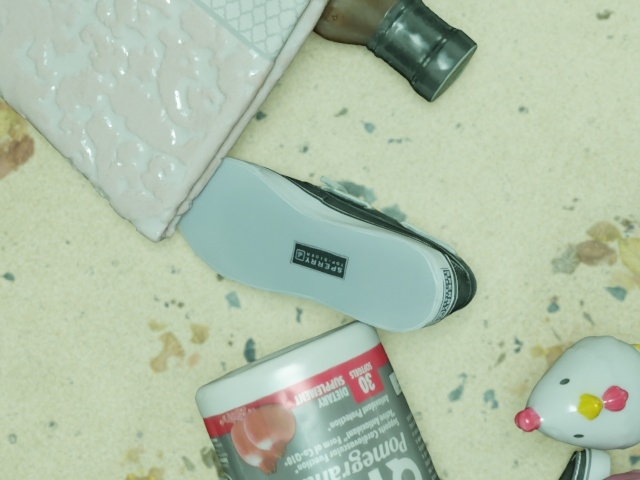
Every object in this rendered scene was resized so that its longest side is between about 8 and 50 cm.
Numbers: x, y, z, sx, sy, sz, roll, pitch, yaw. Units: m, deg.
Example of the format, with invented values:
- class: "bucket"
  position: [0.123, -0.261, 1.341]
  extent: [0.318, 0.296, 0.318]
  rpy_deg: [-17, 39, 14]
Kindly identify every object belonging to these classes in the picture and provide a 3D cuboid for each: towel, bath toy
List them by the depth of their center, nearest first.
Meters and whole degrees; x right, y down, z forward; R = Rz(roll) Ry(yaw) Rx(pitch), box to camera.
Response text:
- class: "bath toy"
  position: [0.258, 0.250, 0.906]
  extent: [0.129, 0.151, 0.348]
  rpy_deg: [-14, 81, -28]
- class: "towel"
  position: [-0.183, -0.216, 1.022]
  extent: [0.332, 0.053, 0.317]
  rpy_deg: [44, 114, 13]

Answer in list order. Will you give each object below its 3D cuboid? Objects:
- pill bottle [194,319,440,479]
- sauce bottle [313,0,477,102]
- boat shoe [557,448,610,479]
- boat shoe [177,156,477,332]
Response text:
- class: "pill bottle"
  position: [0.025, 0.246, 0.994]
  extent: [0.176, 0.176, 0.318]
  rpy_deg: [-23, 87, 4]
- class: "sauce bottle"
  position: [-0.005, -0.264, 1.040]
  extent: [0.344, 0.111, 0.111]
  rpy_deg: [39, 92, 6]
- class: "boat shoe"
  position: [0.195, 0.289, 1.032]
  extent: [0.076, 0.080, 0.228]
  rpy_deg: [22, 98, 4]
- class: "boat shoe"
  position: [0.001, -0.004, 1.037]
  extent: [0.306, 0.105, 0.113]
  rpy_deg: [16, 102, 29]
